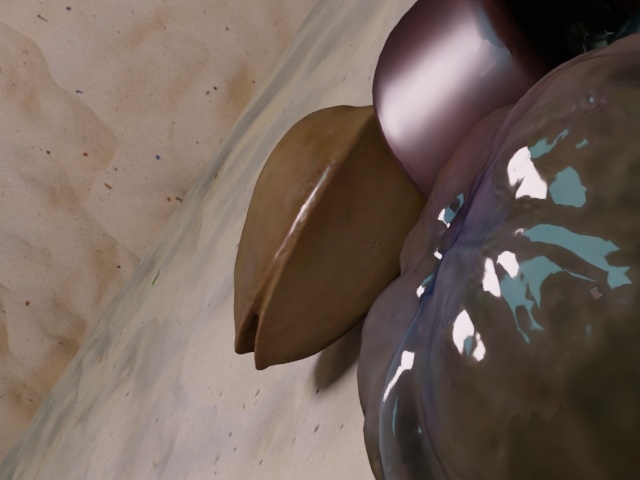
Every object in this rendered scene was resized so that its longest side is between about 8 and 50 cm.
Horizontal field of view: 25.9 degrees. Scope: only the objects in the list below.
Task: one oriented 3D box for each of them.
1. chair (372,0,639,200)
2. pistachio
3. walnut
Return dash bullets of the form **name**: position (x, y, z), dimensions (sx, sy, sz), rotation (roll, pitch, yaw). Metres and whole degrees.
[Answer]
- **chair**: position (0.220, -0.164, 0.687), dimensions (0.401, 0.226, 0.226), rotation (-49, 17, 33)
- **pistachio**: position (0.000, 0.000, 1.254), dimensions (0.261, 0.162, 0.213), rotation (-61, -20, -4)
- **walnut**: position (0.139, 0.047, 0.521), dimensions (0.248, 0.248, 0.248), rotation (-53, 15, 20)
